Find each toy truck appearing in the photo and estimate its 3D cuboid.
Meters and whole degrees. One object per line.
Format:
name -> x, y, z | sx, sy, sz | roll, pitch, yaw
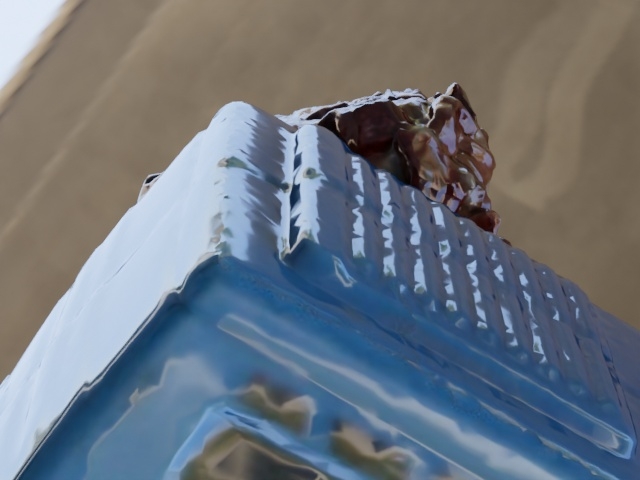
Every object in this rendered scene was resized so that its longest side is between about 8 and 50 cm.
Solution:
toy truck -> 0.089, 0.128, 0.498 | 0.162, 0.385, 0.161 | -55, -169, 18

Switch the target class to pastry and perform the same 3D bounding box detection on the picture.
pastry -> -0.002, 0.000, 0.628 | 0.115, 0.097, 0.208 | -7, -175, -12
